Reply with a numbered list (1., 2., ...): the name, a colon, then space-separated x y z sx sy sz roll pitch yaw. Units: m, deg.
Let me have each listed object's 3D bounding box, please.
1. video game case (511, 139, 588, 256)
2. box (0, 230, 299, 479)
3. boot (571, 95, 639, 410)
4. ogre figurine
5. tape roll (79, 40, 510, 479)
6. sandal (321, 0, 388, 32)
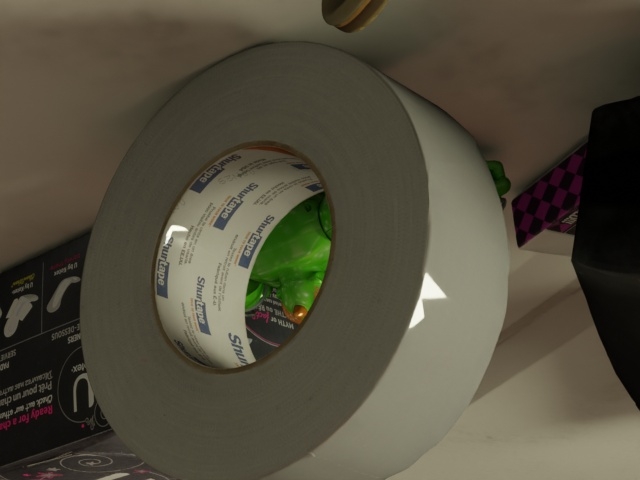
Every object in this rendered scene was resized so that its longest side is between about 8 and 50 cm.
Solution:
1. video game case: 0.259 -0.042 0.868 0.210 0.042 0.232 7 154 -24
2. box: -0.098 0.103 1.022 0.163 0.142 0.247 -22 150 36
3. boot: 0.354 0.059 0.863 0.367 0.146 0.445 -11 144 13
4. ogre figurine: 0.000 0.000 0.872 0.197 0.097 0.118 0 180 32
5. tape roll: -0.017 0.016 0.737 0.219 0.219 0.072 -20 153 33
6. sandal: 0.023 -0.148 0.560 0.049 0.072 0.180 16 152 -6
